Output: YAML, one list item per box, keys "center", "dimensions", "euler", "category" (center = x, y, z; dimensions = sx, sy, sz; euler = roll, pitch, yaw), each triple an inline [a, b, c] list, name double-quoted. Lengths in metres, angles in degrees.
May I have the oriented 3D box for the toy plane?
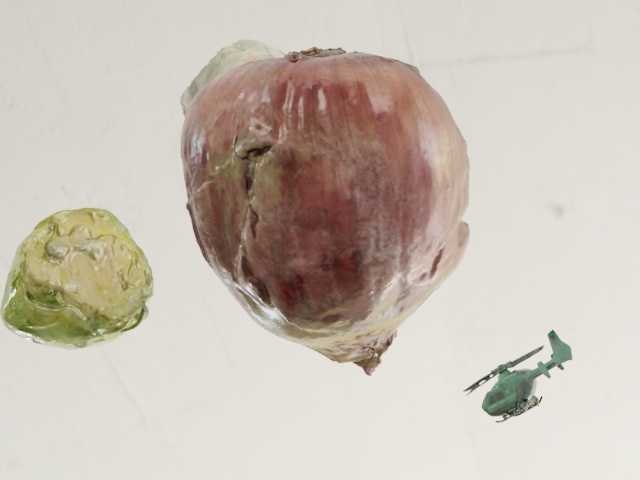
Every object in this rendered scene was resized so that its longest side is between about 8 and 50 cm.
- center: [0.351, 0.247, 1.717]
  dimensions: [0.060, 0.096, 0.235]
  euler: [-6, -27, -49]
  category: "toy plane"

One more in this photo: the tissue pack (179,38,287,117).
- center: [-0.002, -0.110, 1.425]
  dimensions: [0.375, 0.390, 0.195]
  euler: [32, -75, -28]
  category: "tissue pack"

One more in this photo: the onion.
- center: [0.000, 0.000, 0.755]
  dimensions: [0.227, 0.120, 0.284]
  euler: [-3, -65, 26]
  category: "onion"

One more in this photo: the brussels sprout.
- center: [-0.263, 0.048, 1.039]
  dimensions: [0.151, 0.149, 0.122]
  euler: [36, -48, -26]
  category: "brussels sprout"
